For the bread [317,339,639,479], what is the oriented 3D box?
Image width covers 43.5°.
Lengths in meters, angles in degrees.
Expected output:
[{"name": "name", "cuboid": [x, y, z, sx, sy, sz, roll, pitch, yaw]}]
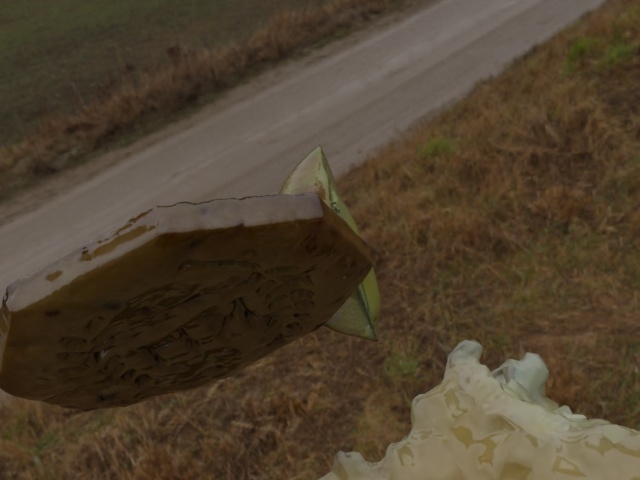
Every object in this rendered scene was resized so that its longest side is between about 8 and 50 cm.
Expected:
[{"name": "bread", "cuboid": [0.137, 0.213, 0.380, 0.424, 0.329, 0.245, -27, 33, 22]}]

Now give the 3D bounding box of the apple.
[{"name": "apple", "cuboid": [0.000, 0.000, 1.101, 0.120, 0.265, 0.193, -14, 40, 8]}]

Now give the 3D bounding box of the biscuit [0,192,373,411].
[{"name": "biscuit", "cuboid": [-0.119, 0.070, 0.737, 0.359, 0.359, 0.046, -19, 65, -10]}]
